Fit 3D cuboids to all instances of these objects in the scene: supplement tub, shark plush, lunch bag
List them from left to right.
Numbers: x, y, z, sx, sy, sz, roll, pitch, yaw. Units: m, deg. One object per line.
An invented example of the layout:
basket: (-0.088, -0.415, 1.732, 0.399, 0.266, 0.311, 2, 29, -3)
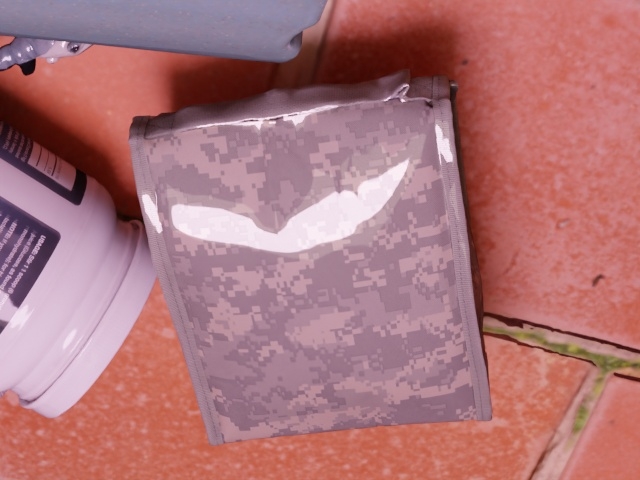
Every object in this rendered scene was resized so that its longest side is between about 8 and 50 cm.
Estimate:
supplement tub: (-0.277, -0.003, 1.031, 0.272, 0.191, 0.191, 34, 118, -18)
shark plush: (-0.185, -0.171, 0.993, 0.161, 0.073, 0.067, -33, 100, 17)
lunch bag: (0.000, 0.000, 1.037, 0.235, 0.169, 0.287, -6, 128, 7)

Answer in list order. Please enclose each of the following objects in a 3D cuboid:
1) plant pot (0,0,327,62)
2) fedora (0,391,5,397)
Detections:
plant pot: (-0.155, -0.256, 0.798, 0.334, 0.341, 0.341, 9, 124, -14)
fedora: (-0.399, 0.101, 1.145, 0.243, 0.124, 0.275, -24, 119, 17)
